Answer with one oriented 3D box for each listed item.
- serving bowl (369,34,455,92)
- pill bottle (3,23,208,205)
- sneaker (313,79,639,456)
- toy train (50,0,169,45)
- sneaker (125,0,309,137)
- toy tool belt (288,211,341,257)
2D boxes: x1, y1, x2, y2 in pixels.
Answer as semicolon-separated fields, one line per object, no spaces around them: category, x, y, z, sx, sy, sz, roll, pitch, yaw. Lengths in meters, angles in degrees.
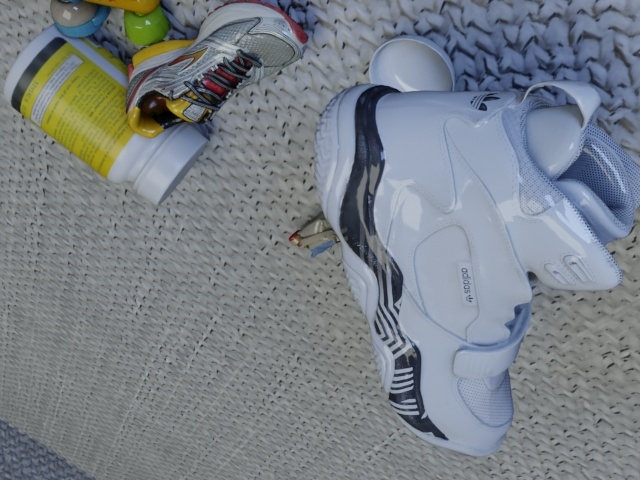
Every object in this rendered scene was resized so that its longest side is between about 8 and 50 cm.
serving bowl;0.088;-0.156;0.691;0.083;0.027;0.083;19;140;16
pill bottle;-0.241;-0.141;0.854;0.208;0.119;0.119;38;141;-6
sneaker;0.144;0.040;0.584;0.210;0.137;0.366;-2;123;36
toy train;-0.178;-0.249;0.731;0.248;0.105;0.143;15;155;10
sneaker;-0.106;-0.161;0.742;0.225;0.093;0.088;-17;146;34
toy tool belt;0.000;0.000;0.897;0.051;0.052;0.083;49;140;-7
